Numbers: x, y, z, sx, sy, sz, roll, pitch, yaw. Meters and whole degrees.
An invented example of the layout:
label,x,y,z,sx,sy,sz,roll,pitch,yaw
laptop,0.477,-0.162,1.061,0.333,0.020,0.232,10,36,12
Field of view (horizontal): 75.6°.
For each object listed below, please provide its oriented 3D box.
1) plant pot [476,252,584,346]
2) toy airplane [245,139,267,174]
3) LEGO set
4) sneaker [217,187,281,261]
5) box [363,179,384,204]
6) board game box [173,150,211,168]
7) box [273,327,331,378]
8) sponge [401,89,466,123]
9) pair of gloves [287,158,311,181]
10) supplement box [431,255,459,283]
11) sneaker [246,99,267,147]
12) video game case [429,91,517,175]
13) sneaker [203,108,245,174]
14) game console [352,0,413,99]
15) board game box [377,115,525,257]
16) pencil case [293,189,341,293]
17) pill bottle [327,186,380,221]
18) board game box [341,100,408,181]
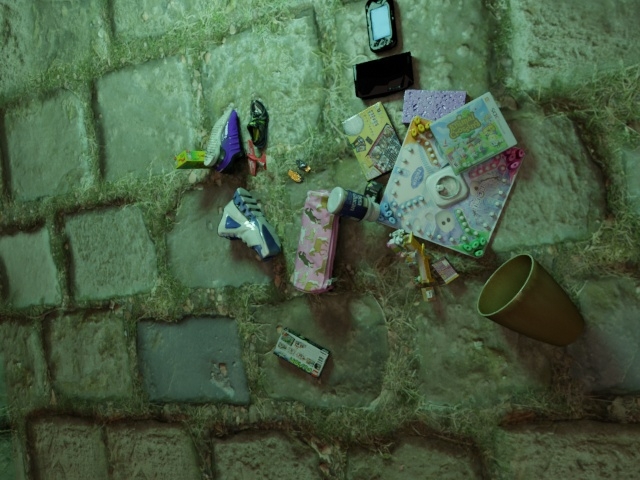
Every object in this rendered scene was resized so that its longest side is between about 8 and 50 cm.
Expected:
label,x,y,z,sx,sy,sz,roll,pitch,yaw
plant pot,0.670,0.208,1.279,0.254,0.237,0.237,36,102,1
toy airplane,-0.255,-0.326,1.635,0.151,0.028,0.151,33,134,41
LEGO set,0.312,0.082,1.450,0.107,0.132,0.287,-15,115,39
sneaker,-0.300,-0.035,1.649,0.182,0.127,0.315,-37,73,20
box,0.188,-0.165,1.487,0.052,0.062,0.083,24,127,16
board game box,-0.480,-0.321,1.650,0.092,0.181,0.043,-18,85,42
box,-0.075,0.441,1.619,0.207,0.036,0.114,26,99,16
sponge,0.396,-0.463,1.441,0.210,0.031,0.117,8,94,19
pair of gloves,-0.085,-0.274,1.619,0.074,0.010,0.083,38,102,14
supplement box,0.435,0.103,1.435,0.055,0.043,0.083,-38,81,16
sneaker,-0.251,-0.466,1.634,0.067,0.078,0.188,-1,92,17
video game case,0.494,-0.345,1.341,0.212,0.023,0.193,-27,86,11
sneaker,-0.364,-0.386,1.659,0.102,0.146,0.293,-19,52,44
game console,0.214,-0.701,1.491,0.213,0.044,0.361,-6,89,19
board game box,0.432,-0.183,1.402,0.390,0.050,0.390,21,97,10
pencil case,0.000,0.000,1.521,0.167,0.160,0.386,8,93,8
pill bottle,0.117,-0.117,1.415,0.169,0.094,0.094,15,98,-25
board game box,0.198,-0.357,1.505,0.165,0.042,0.243,-24,84,18
